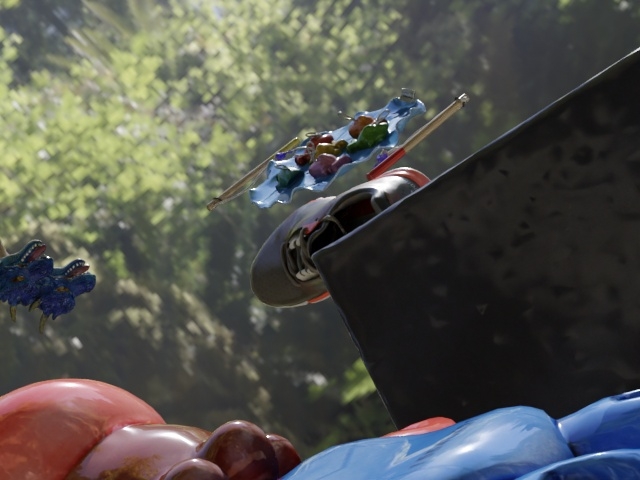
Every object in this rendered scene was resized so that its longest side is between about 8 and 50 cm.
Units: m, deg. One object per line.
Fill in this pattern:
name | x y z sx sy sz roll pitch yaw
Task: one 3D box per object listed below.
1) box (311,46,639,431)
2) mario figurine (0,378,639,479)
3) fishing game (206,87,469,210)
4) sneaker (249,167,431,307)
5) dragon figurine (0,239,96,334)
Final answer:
box | 0.198 0.036 0.848 0.294 0.182 0.296 -33 -26 11
mario figurine | 0.026 0.114 0.390 0.321 0.170 0.198 -15 -28 34
fishing game | 0.013 -0.091 1.353 0.189 0.264 0.041 -39 -72 -30
sneaker | 0.000 0.000 0.914 0.158 0.061 0.065 -33 -9 38
dragon figurine | -0.313 0.026 1.085 0.289 0.144 0.085 -15 -37 7
